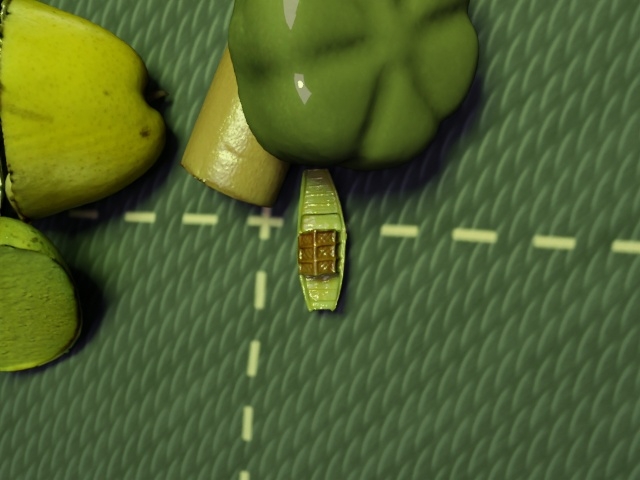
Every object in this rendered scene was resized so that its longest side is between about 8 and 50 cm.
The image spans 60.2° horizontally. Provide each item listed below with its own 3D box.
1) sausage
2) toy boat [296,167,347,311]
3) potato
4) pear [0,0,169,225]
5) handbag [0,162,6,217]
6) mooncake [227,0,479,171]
[{"bbox_3d":[-0.063,-0.176,0.646,0.123,0.123,0.253,25,97,9],"label":"sausage"},{"bbox_3d":[0.000,0.000,0.669,0.065,0.066,0.172,-1,91,14],"label":"toy boat"},{"bbox_3d":[-0.390,0.055,0.688,0.160,0.272,0.111,-10,52,-20],"label":"potato"},{"bbox_3d":[-0.278,-0.144,0.669,0.178,0.267,0.267,4,93,-15],"label":"pear"},{"bbox_3d":[-0.503,-0.190,0.683,0.160,0.236,0.359,-10,90,-28],"label":"handbag"},{"bbox_3d":[0.040,-0.197,0.553,0.135,0.275,0.275,22,98,52],"label":"mooncake"}]
